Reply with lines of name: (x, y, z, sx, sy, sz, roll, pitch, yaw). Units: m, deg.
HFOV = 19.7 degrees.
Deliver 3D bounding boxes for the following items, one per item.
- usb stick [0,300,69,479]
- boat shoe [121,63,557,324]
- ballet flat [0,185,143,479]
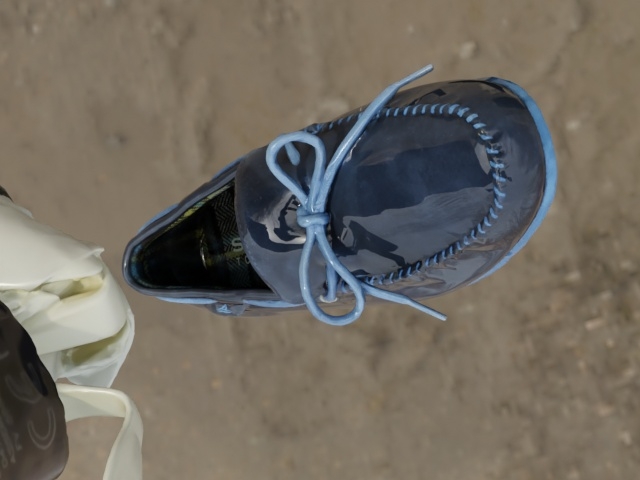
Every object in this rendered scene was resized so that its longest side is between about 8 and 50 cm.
usb stick: (-0.139, 0.068, 0.450, 0.045, 0.077, 0.278, -25, -178, 20)
boat shoe: (0.000, 0.000, 0.832, 0.089, 0.109, 0.258, -12, 169, -37)
ballet flat: (-0.116, 0.060, 0.700, 0.096, 0.280, 0.095, -15, 144, 2)
